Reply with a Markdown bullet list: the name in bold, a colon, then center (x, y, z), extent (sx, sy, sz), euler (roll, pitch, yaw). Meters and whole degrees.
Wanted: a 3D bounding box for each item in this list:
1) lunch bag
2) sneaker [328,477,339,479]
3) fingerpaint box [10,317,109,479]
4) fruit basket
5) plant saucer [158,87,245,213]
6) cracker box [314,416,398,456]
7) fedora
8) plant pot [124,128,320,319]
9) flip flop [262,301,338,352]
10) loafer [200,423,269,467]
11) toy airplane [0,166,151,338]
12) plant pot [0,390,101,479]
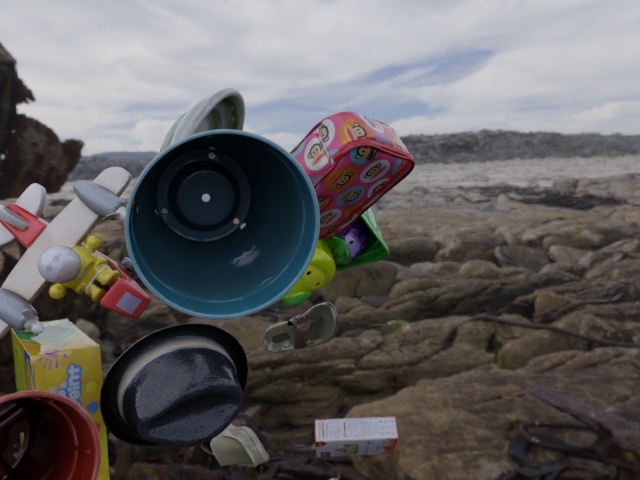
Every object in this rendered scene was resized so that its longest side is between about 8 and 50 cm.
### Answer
- **lunch bag**: center (0.039, -0.119, 1.065), extent (0.258, 0.120, 0.293), euler (4, -38, -49)
- **sneaker**: center (0.048, 0.674, 1.127), extent (0.112, 0.121, 0.299), euler (2, 44, -11)
- **fingerpaint box**: center (-0.695, 0.464, 1.383), extent (0.163, 0.445, 0.371), euler (-6, 6, -36)
- **fruit basket**: center (0.000, 0.000, 1.447), extent (0.283, 0.392, 0.392), euler (-17, -1, 25)
- **plant saucer**: center (-0.337, -0.233, 1.393), extent (0.100, 0.400, 0.400), euler (26, 8, 3)
- **cracker box**: center (0.100, 0.569, 1.500), extent (0.232, 0.067, 0.156), euler (-2, -37, 0)
- **fedora**: center (-0.294, 0.344, 1.131), extent (0.334, 0.334, 0.152), euler (-5, 17, -30)
- **plant pot**: center (-0.169, -0.047, 0.836), extent (0.271, 0.272, 0.255), euler (-4, 15, -19)
- **flip flop**: center (-0.066, 0.260, 1.499), extent (0.277, 0.112, 0.080), euler (-22, -14, 28)
- **loafer**: center (-0.227, 0.541, 1.349), extent (0.092, 0.102, 0.268), euler (-36, 13, -34)
- **toy airplane**: center (-0.623, 0.028, 1.239), extent (0.384, 0.386, 0.272), euler (-7, 6, -16)
- **plant pot**: center (-0.590, 0.394, 0.942), extent (0.265, 0.272, 0.272), euler (-5, 2, 43)
